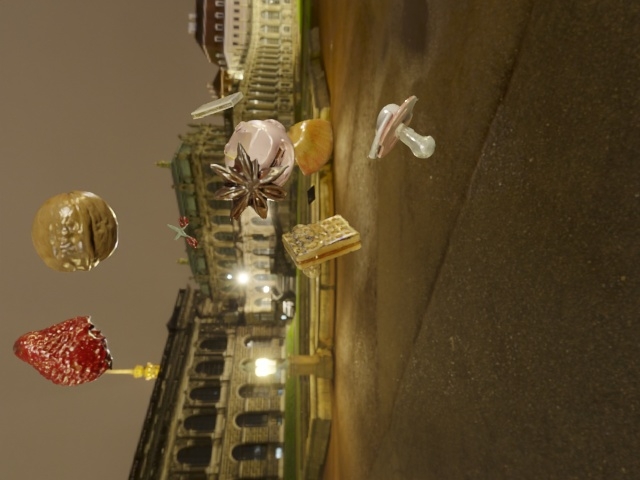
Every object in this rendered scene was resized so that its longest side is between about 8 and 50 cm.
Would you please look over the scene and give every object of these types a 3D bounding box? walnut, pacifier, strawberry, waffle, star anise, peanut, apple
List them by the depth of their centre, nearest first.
[{"bbox_3d":[-0.864,0.387,1.379,0.258,0.261,0.260,-30,-49,-49],"label":"strawberry"},{"bbox_3d":[-0.263,-0.218,1.528,0.108,0.316,0.314,-141,50,-64],"label":"star anise"},{"bbox_3d":[-0.929,-0.031,1.551,0.277,0.252,0.312,-45,-45,-61],"label":"walnut"},{"bbox_3d":[0.329,-0.445,1.661,0.332,0.274,0.220,54,-143,-80],"label":"pacifier"},{"bbox_3d":[-0.061,-0.517,2.194,0.313,0.252,0.309,-63,-1,3],"label":"apple"},{"bbox_3d":[0.000,0.000,2.201,0.261,0.377,0.113,-126,22,-49],"label":"waffle"},{"bbox_3d":[-0.078,0.060,2.368,0.140,0.154,0.324,147,108,-67],"label":"peanut"}]

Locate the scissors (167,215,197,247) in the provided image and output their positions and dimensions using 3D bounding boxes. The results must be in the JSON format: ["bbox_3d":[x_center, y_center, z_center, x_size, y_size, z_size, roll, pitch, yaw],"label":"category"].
[{"bbox_3d":[-0.628,-0.037,1.820,0.248,0.017,0.144,0,114,51],"label":"scissors"}]

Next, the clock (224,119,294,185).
[{"bbox_3d":[-0.263,-0.382,1.965,0.368,0.251,0.377,-63,-15,-4],"label":"clock"}]

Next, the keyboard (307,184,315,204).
[{"bbox_3d":[-0.054,-0.266,2.391,0.061,0.013,0.204,-45,-11,-12],"label":"keyboard"}]

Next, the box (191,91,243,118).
[{"bbox_3d":[-0.415,-0.544,1.638,0.109,0.199,0.029,-68,-38,-49],"label":"box"}]
